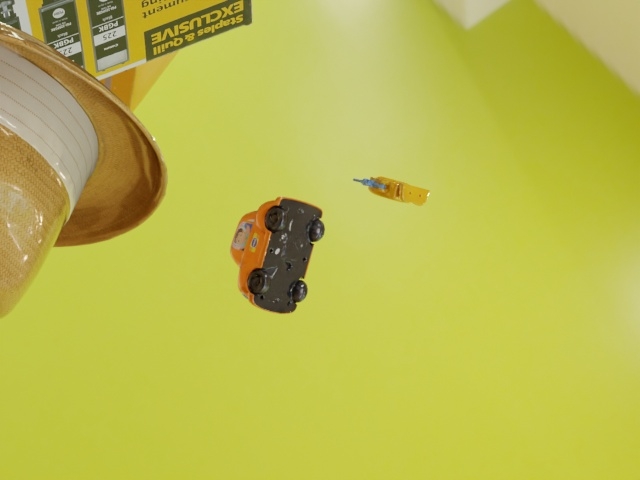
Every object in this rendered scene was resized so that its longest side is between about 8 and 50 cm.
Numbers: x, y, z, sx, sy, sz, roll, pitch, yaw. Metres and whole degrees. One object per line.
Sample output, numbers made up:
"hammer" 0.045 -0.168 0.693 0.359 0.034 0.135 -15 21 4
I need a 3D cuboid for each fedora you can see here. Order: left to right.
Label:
"fedora" -0.154 -0.019 0.647 0.194 0.079 0.194 11 -25 5

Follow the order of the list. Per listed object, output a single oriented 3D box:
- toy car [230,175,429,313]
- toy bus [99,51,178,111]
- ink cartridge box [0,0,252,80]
"toy car" 0.000 0.000 0.837 0.040 0.122 0.060 16 -72 41
"toy bus" -0.152 -0.275 1.546 0.130 0.333 0.108 26 -37 7
"ink cartridge box" -0.215 -0.197 1.236 0.130 0.309 0.272 57 -19 32
